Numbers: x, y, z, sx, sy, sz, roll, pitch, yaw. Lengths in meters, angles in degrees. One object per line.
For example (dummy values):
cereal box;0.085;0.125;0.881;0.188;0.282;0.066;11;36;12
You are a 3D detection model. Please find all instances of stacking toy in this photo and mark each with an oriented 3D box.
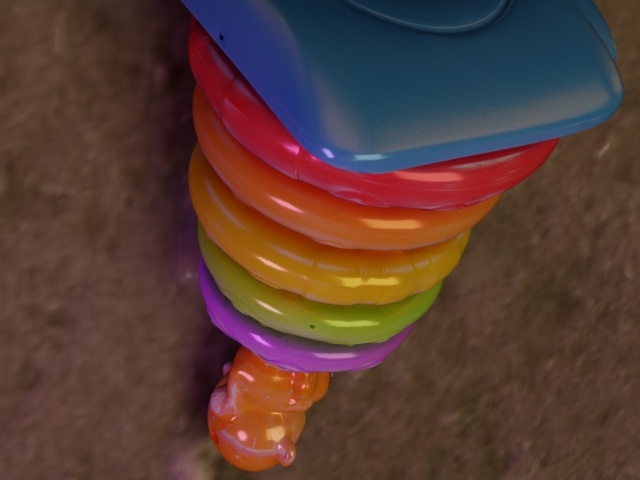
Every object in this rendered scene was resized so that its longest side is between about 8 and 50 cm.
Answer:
stacking toy;0.000;0.000;0.780;0.165;0.175;0.302;-13;138;-32
